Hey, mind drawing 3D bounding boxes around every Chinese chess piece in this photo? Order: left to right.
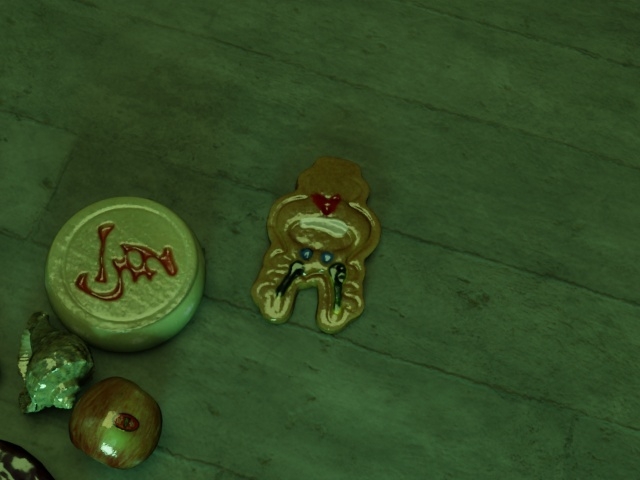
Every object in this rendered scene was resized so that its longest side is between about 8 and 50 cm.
[{"bbox_3d":[-0.325,0.054,1.871,0.273,0.102,0.273,2,64,-4],"label":"Chinese chess piece"}]

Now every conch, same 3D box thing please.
[{"bbox_3d":[-0.438,0.197,1.777,0.155,0.130,0.207,-41,55,5],"label":"conch"}]

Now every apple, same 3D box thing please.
[{"bbox_3d":[-0.314,0.281,1.740,0.146,0.146,0.131,26,78,8],"label":"apple"}]

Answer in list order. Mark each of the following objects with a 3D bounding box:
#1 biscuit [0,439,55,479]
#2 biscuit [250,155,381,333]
[{"bbox_3d":[-0.555,0.485,1.656,0.407,0.091,0.407,0,63,-1],"label":"biscuit"},{"bbox_3d":[0.000,0.000,1.952,0.202,0.047,0.334,13,64,2],"label":"biscuit"}]
